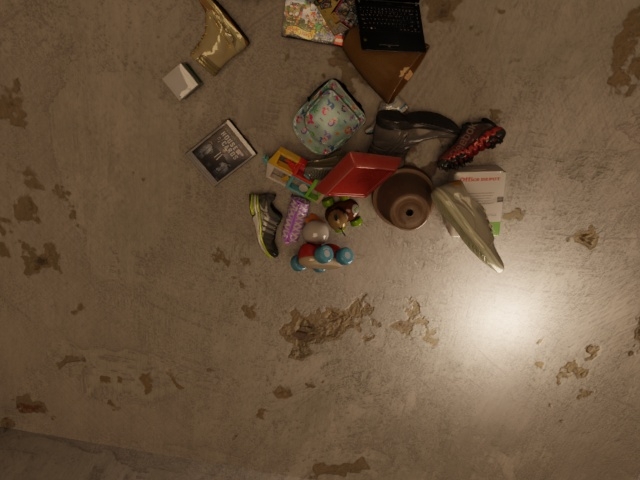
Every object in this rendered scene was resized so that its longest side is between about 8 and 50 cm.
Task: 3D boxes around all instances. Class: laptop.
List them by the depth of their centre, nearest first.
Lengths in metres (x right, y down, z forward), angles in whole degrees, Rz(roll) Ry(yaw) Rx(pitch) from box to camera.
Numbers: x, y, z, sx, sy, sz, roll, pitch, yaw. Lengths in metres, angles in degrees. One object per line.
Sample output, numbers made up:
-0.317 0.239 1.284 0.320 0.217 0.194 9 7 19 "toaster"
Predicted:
0.240 -0.743 1.417 0.234 0.136 0.264 -6 85 -18 "laptop"

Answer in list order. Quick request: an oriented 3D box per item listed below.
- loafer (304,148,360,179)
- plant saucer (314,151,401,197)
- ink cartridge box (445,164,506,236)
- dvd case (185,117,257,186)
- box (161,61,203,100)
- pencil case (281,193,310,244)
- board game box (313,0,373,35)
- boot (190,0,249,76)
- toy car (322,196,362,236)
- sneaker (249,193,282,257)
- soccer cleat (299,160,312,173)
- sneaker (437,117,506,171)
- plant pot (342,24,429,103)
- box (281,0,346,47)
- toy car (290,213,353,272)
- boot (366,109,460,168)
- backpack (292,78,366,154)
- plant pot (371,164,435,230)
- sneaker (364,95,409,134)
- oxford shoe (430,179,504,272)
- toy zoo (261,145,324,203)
0.055 -0.293 1.736 0.251 0.094 0.087 -8 71 -17 "loafer"
0.148 -0.237 1.747 0.259 0.047 0.259 0 155 -35 "plant saucer"
0.624 -0.162 1.851 0.199 0.114 0.272 -1 114 3 "ink cartridge box"
-0.405 -0.355 1.867 0.239 0.029 0.179 -34 108 16 "dvd case"
-0.522 -0.605 1.734 0.102 0.087 0.101 -33 108 16 "box"
-0.106 -0.089 1.934 0.086 0.088 0.206 14 114 -5 "pencil case"
0.063 -0.793 1.469 0.165 0.042 0.243 -13 152 24 "board game box"
-0.415 -0.759 1.663 0.203 0.095 0.262 -37 111 18 "boot"
0.088 -0.094 1.866 0.149 0.188 0.155 -21 111 11 "toy car"
-0.215 -0.063 1.943 0.121 0.111 0.299 -11 114 3 "sneaker"
0.004 -0.289 1.858 0.248 0.095 0.083 17 151 9 "soccer cleat"
0.560 -0.375 1.758 0.276 0.098 0.135 -32 64 10 "sneaker"
0.211 -0.656 1.618 0.254 0.237 0.237 36 111 2 "plant pot"
-0.015 -0.801 1.648 0.233 0.044 0.159 9 113 -1 "box"
0.000 0.000 1.936 0.210 0.219 0.237 6 74 -35 "toy car"
0.346 -0.379 1.766 0.338 0.118 0.222 5 133 -8 "boot"
0.024 -0.453 1.727 0.254 0.191 0.225 -37 108 22 "backpack"
0.340 -0.149 1.810 0.263 0.229 0.262 1 112 3 "plant pot"
0.242 -0.486 1.766 0.191 0.071 0.083 -36 96 11 "sneaker"
0.598 -0.053 1.759 0.130 0.169 0.449 -40 106 -1 "oxford shoe"
-0.102 -0.266 1.832 0.293 0.030 0.192 27 148 -9 "toy zoo"
